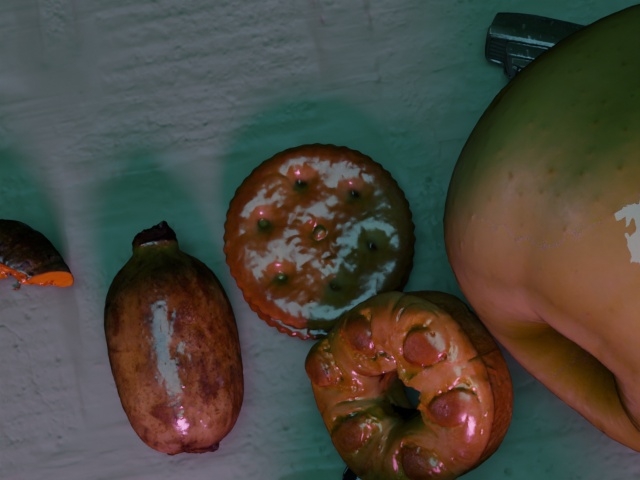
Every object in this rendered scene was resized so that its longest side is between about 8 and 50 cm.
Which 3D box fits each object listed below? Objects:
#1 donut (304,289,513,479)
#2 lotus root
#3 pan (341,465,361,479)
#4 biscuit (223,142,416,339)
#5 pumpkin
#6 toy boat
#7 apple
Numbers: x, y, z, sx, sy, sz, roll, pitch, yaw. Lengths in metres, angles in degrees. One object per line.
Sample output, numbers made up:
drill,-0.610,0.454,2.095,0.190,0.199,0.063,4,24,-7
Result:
donut,0.095,0.157,1.721,0.226,0.114,0.227,8,104,35
lotus root,-0.163,0.107,1.794,0.145,0.128,0.260,-9,84,-11
pan,0.077,0.281,1.794,0.115,0.023,0.068,32,83,12
biscuit,0.000,0.000,1.831,0.220,0.066,0.220,-1,77,4
pumpkin,-0.381,0.033,1.830,0.183,0.119,0.108,-24,81,-5
toy boat,0.311,-0.191,1.830,0.260,0.078,0.085,15,64,8
apple,0.364,-0.018,1.619,0.473,0.473,0.474,-1,80,5
